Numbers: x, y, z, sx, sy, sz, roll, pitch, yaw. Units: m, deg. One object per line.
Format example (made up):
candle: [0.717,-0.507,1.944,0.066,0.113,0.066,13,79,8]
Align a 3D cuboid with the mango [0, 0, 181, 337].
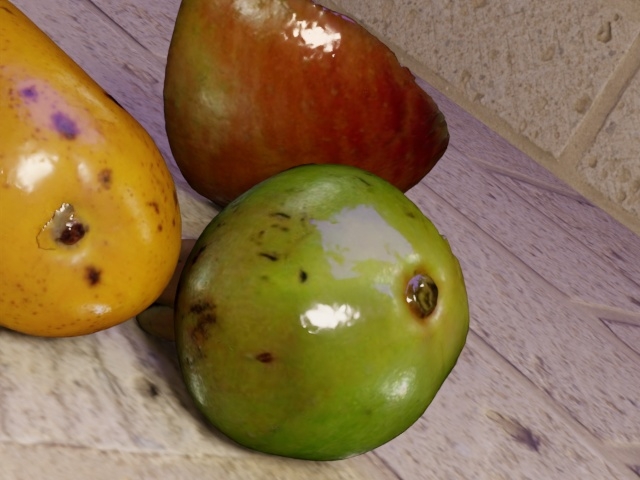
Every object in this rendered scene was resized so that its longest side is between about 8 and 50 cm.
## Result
mango: [-0.207,-0.066,0.879,0.290,0.160,0.191,53,10,27]

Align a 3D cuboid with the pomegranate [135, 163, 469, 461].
pomegranate: [-0.034,0.042,0.907,0.241,0.190,0.159,39,41,24]

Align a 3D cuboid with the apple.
apple: [-0.020,-0.120,1.302,0.346,0.254,0.179,55,15,-62]

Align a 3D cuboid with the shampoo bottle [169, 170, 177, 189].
shampoo bottle: [-0.220,-0.090,1.158,0.085,0.085,0.262,15,20,-46]

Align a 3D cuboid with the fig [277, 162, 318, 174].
fig: [-0.001,0.002,1.134,0.170,0.145,0.274,34,0,16]
